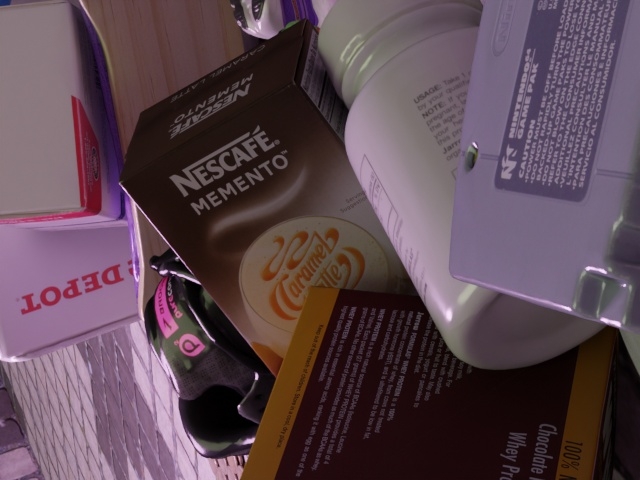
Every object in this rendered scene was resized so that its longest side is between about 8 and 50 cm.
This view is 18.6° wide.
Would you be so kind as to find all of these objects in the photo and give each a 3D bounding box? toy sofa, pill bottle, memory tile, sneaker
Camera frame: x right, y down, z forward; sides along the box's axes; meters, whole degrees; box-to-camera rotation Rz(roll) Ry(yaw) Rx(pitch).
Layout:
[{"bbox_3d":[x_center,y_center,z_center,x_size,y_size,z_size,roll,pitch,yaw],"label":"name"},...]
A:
[{"bbox_3d":[-0.117,-0.117,1.659,0.150,0.177,0.363,-136,32,-58],"label":"toy sofa"},{"bbox_3d":[0.088,-0.050,1.146,0.131,0.131,0.229,97,152,-53],"label":"pill bottle"},{"bbox_3d":[-0.104,0.265,2.274,0.148,0.012,0.113,-124,24,-46],"label":"memory tile"},{"bbox_3d":[-0.034,-0.232,1.486,0.068,0.071,0.170,-16,76,54],"label":"sneaker"},{"bbox_3d":[-0.028,0.037,1.478,0.483,0.202,0.185,95,152,-52],"label":"sneaker"}]

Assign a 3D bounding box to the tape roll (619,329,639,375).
[{"bbox_3d":[0.210,0.011,0.920,0.219,0.072,0.219,162,90,-73],"label":"tape roll"}]

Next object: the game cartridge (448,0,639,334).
[{"bbox_3d":[0.134,-0.113,0.882,0.196,0.060,0.294,17,95,66],"label":"game cartridge"}]

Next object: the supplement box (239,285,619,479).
[{"bbox_3d":[0.071,0.141,1.161,0.191,0.194,0.129,-70,-20,-51],"label":"supplement box"}]

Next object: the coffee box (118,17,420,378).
[{"bbox_3d":[0.000,0.000,1.273,0.246,0.141,0.098,52,-157,-22],"label":"coffee box"}]

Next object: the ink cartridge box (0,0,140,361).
[{"bbox_3d":[-0.257,-0.112,1.880,0.166,0.285,0.395,0,107,60],"label":"ink cartridge box"}]

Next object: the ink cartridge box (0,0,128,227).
[{"bbox_3d":[-0.224,-0.098,1.657,0.237,0.100,0.172,19,-114,-84],"label":"ink cartridge box"}]
